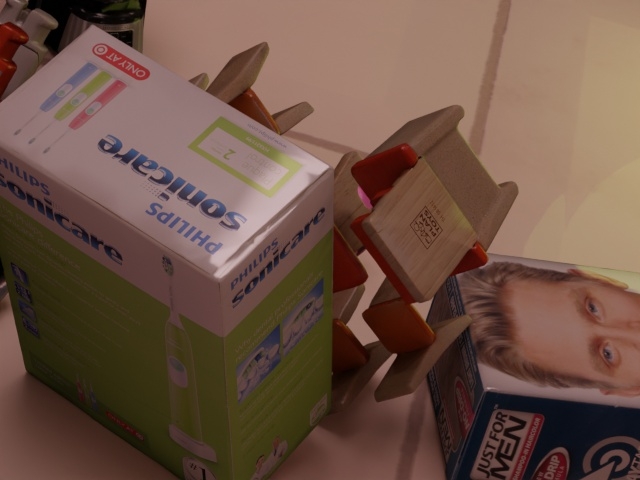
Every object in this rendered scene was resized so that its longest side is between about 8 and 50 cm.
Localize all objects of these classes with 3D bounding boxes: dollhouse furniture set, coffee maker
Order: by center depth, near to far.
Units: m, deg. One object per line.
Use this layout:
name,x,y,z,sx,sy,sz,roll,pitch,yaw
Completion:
dollhouse furniture set,0.000,0.000,1.364,0.262,0.259,0.135,53,50,-15
coffee maker,-0.201,-0.270,1.791,0.120,0.178,0.171,12,38,-10

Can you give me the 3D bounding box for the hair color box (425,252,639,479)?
hair color box,0.265,0.116,1.509,0.347,0.105,0.174,7,36,-12

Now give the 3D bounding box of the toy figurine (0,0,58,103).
toy figurine,-0.278,-0.120,1.546,0.209,0.148,0.213,38,10,37

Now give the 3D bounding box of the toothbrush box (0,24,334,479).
toothbrush box,-0.105,0.026,1.315,0.206,0.283,0.122,31,60,23

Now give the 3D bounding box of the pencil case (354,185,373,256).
pencil case,-0.054,0.002,1.556,0.098,0.095,0.209,28,33,33

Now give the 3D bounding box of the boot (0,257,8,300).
boot,-0.321,0.039,1.390,0.123,0.095,0.258,21,34,20
